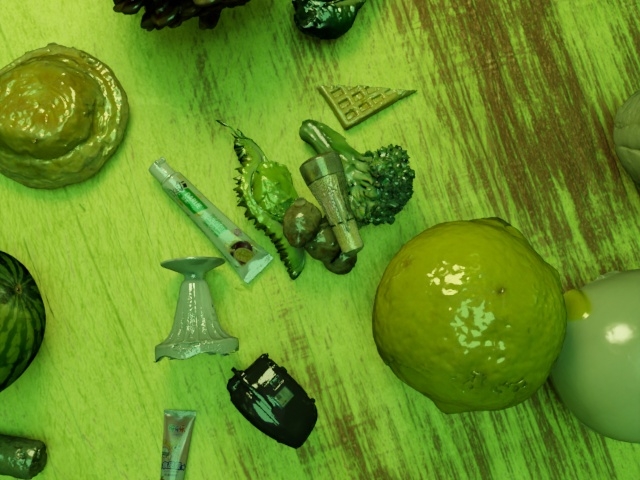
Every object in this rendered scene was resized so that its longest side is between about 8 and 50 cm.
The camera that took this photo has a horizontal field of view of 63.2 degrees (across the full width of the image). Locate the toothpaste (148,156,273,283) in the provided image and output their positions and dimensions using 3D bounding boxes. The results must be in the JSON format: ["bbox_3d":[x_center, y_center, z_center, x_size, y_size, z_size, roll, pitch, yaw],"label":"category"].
[{"bbox_3d":[-0.237,-0.046,1.096,0.314,0.056,0.058,45,128,-4],"label":"toothpaste"}]

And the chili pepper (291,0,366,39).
[{"bbox_3d":[0.034,-0.544,1.133,0.148,0.116,0.264,27,84,-14],"label":"chili pepper"}]

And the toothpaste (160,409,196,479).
[{"bbox_3d":[-0.295,0.446,1.057,0.067,0.043,0.194,4,80,-1],"label":"toothpaste"}]

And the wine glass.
[{"bbox_3d":[-0.246,0.135,1.026,0.165,0.165,0.196,-4,83,-5],"label":"wine glass"}]

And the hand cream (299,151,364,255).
[{"bbox_3d":[0.028,-0.066,1.004,0.084,0.084,0.203,-20,87,-6],"label":"hand cream"}]

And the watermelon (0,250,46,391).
[{"bbox_3d":[-0.650,0.151,0.927,0.285,0.285,0.285,0,86,-5],"label":"watermelon"}]

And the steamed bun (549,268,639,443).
[{"bbox_3d":[0.631,0.218,1.015,0.374,0.334,0.333,-18,87,-11],"label":"steamed bun"}]

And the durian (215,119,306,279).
[{"bbox_3d":[-0.114,-0.094,1.080,0.132,0.106,0.375,-23,92,-11],"label":"durian"}]

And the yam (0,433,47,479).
[{"bbox_3d":[-0.630,0.415,1.012,0.179,0.078,0.078,10,85,-2],"label":"yam"}]

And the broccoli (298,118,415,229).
[{"bbox_3d":[0.062,-0.129,1.103,0.275,0.177,0.198,26,120,25],"label":"broccoli"}]

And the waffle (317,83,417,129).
[{"bbox_3d":[0.106,-0.338,1.156,0.191,0.032,0.125,-33,86,-8],"label":"waffle"}]

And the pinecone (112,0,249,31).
[{"bbox_3d":[-0.230,-0.577,0.951,0.398,0.398,0.397,0,86,-5],"label":"pinecone"}]

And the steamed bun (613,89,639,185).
[{"bbox_3d":[0.821,-0.166,1.098,0.384,0.247,0.236,22,104,-2],"label":"steamed bun"}]

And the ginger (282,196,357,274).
[{"bbox_3d":[0.000,0.000,1.059,0.204,0.080,0.104,39,54,-40],"label":"ginger"}]

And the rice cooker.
[{"bbox_3d":[-0.096,0.317,1.032,0.203,0.142,0.118,45,71,-1],"label":"rice cooker"}]

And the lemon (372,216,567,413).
[{"bbox_3d":[0.275,0.131,0.981,0.350,0.350,0.387,18,81,-3],"label":"lemon"}]

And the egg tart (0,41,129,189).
[{"bbox_3d":[-0.553,-0.259,1.045,0.319,0.128,0.318,0,84,-3],"label":"egg tart"}]
